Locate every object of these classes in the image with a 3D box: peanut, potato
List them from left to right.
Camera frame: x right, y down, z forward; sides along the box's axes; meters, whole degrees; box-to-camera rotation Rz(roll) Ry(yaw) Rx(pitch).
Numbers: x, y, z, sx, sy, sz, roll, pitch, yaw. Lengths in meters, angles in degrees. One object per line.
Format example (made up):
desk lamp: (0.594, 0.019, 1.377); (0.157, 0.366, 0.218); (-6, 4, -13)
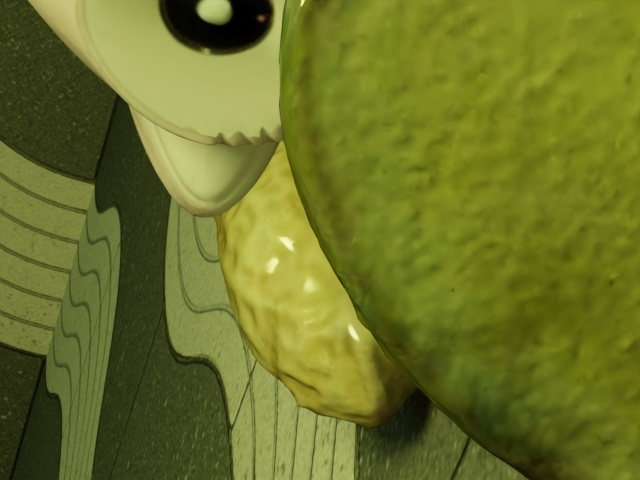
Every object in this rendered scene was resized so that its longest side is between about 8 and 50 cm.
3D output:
peanut: (0.000, 0.000, 1.124); (0.325, 0.140, 0.153); (-104, 11, -52)
potato: (0.105, -0.045, 0.491); (0.112, 0.255, 0.269); (-127, 51, -70)

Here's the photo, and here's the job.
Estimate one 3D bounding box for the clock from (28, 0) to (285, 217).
clock: (0.037, -0.211, 0.634); (0.376, 0.368, 0.250); (-32, 19, 9)
